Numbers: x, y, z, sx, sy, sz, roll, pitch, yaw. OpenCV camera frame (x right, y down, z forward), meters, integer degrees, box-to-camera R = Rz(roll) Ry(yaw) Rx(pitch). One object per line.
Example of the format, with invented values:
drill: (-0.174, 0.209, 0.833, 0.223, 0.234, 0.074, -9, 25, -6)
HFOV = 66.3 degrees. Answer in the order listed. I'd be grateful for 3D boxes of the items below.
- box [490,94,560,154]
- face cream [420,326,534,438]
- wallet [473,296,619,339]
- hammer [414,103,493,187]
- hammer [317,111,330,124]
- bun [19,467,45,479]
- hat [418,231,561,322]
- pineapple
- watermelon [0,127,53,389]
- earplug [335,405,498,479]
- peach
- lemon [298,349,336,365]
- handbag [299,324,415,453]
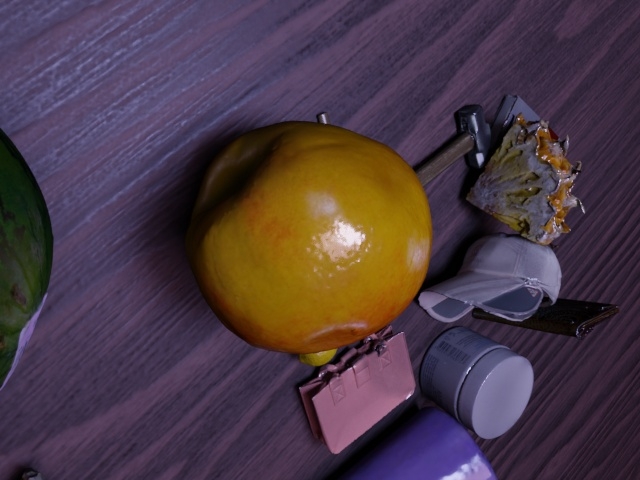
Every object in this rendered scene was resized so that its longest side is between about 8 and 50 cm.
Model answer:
box: (0.402, -0.196, 0.979, 0.177, 0.036, 0.115, 25, 92, -36)
face cream: (0.312, 0.281, 0.992, 0.177, 0.152, 0.178, -9, 108, -30)
wallet: (0.439, 0.140, 0.979, 0.132, 0.243, 0.039, -16, 99, -27)
hammer: (0.165, -0.099, 0.841, 0.365, 0.043, 0.111, -38, 123, -21)
hammer: (0.028, -0.110, 0.766, 0.062, 0.017, 0.182, -27, 116, -25)
bun: (-0.402, 0.414, 0.519, 0.281, 0.204, 0.282, -11, 112, -30)
hat: (0.313, 0.073, 0.924, 0.274, 0.232, 0.161, -13, 80, -19)
pineapple: (0.365, -0.100, 0.885, 0.114, 0.186, 0.237, 5, 82, -46)
watermelon: (-0.383, 0.001, 0.331, 0.362, 0.363, 0.364, -10, 110, -31)
earplug: (0.092, 0.512, 0.885, 0.455, 0.215, 0.215, -27, 117, -21)
peach: (0.002, 0.003, 0.611, 0.307, 0.289, 0.289, 33, 85, -32)
lemon: (-0.003, 0.170, 0.801, 0.083, 0.062, 0.062, -41, 122, -17)
handbag: (0.071, 0.262, 0.881, 0.212, 0.059, 0.158, -29, 119, -25)
